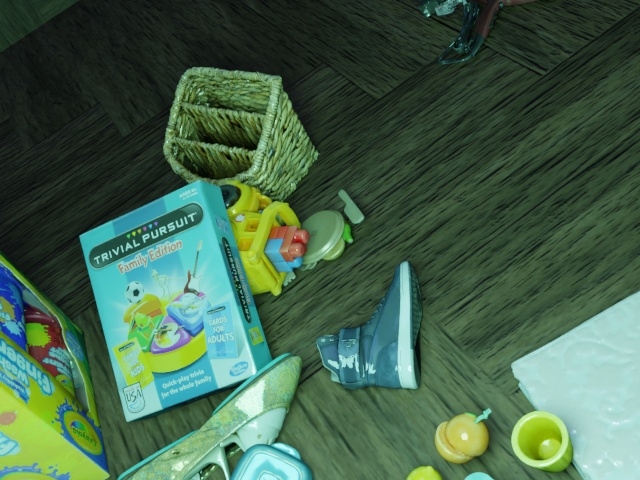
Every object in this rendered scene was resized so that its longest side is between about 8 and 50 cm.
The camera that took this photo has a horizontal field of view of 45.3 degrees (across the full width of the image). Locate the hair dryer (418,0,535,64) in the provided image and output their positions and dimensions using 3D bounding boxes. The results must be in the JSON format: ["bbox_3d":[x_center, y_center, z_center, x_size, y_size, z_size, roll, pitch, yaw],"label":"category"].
[{"bbox_3d":[0.374,-0.498,1.676,0.293,0.080,0.223,-25,58,14],"label":"hair dryer"}]

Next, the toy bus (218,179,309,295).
[{"bbox_3d":[-0.107,-0.007,1.402,0.211,0.149,0.220,-6,48,27],"label":"toy bus"}]

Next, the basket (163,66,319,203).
[{"bbox_3d":[-0.196,-0.206,1.589,0.299,0.223,0.213,17,60,38],"label":"basket"}]

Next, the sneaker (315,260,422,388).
[{"bbox_3d":[0.077,0.132,1.220,0.163,0.086,0.226,-8,48,20],"label":"sneaker"}]

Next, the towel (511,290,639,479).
[{"bbox_3d":[0.456,0.207,0.966,0.317,0.053,0.332,-30,42,3],"label":"towel"}]

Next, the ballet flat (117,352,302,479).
[{"bbox_3d":[-0.145,0.316,1.168,0.348,0.123,0.123,-36,43,-7],"label":"ballet flat"}]

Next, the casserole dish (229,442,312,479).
[{"bbox_3d":[-0.085,0.373,1.079,0.114,0.037,0.188,23,66,7],"label":"casserole dish"}]

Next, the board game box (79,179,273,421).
[{"bbox_3d":[-0.247,0.103,1.293,0.254,0.079,0.336,-23,76,17],"label":"board game box"}]

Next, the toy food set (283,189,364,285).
[{"bbox_3d":[0.000,0.000,1.428,0.192,0.038,0.132,-40,35,9],"label":"toy food set"}]

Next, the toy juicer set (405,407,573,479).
[{"bbox_3d":[0.171,0.354,0.931,0.209,0.089,0.329,5,63,37],"label":"toy juicer set"}]

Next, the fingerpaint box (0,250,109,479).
[{"bbox_3d":[-0.552,0.184,1.258,0.163,0.445,0.371,-30,42,-1],"label":"fingerpaint box"}]
